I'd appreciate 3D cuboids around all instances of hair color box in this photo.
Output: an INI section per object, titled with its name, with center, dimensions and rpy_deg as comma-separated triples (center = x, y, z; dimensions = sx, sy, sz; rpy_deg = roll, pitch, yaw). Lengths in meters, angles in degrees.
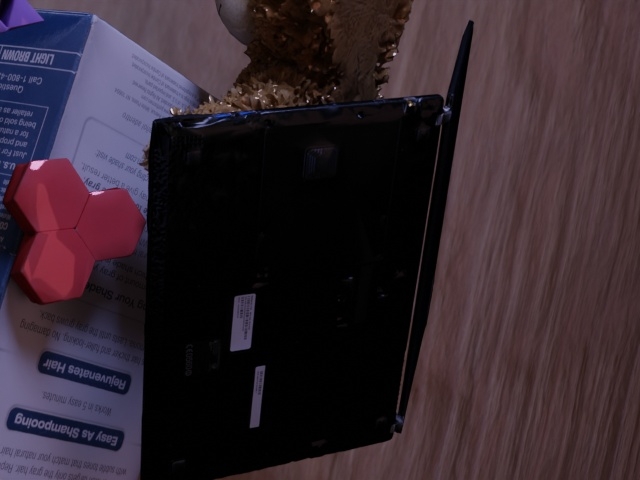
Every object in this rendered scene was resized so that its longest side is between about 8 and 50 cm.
[hair color box]
center = -0.176, 0.050, 0.748
dimensions = 0.174, 0.105, 0.347
rpy_deg = 30, 73, -57

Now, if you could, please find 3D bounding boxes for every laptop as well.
[laptop]
center = 0.000, 0.000, 0.740
dimensions = 0.264, 0.136, 0.234
rpy_deg = -8, 120, -25

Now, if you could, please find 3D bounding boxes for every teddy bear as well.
[teddy bear]
center = -0.029, -0.052, 0.779
dimensions = 0.245, 0.113, 0.338
rpy_deg = -38, 139, -41

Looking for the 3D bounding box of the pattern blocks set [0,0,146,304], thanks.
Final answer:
[pattern blocks set]
center = -0.257, -0.023, 0.567
dimensions = 0.325, 0.026, 0.285
rpy_deg = -38, 113, -29
